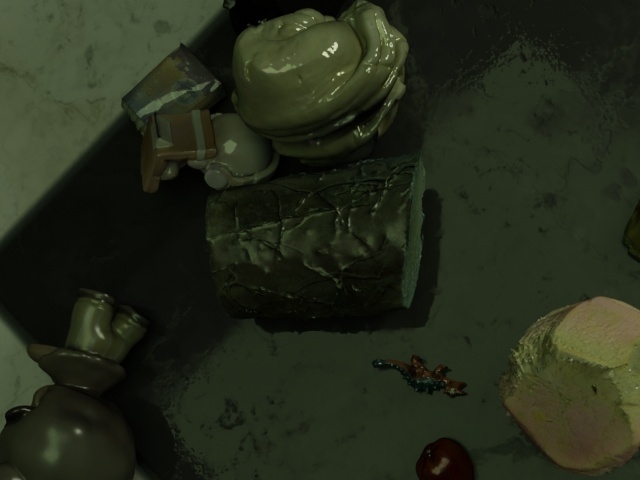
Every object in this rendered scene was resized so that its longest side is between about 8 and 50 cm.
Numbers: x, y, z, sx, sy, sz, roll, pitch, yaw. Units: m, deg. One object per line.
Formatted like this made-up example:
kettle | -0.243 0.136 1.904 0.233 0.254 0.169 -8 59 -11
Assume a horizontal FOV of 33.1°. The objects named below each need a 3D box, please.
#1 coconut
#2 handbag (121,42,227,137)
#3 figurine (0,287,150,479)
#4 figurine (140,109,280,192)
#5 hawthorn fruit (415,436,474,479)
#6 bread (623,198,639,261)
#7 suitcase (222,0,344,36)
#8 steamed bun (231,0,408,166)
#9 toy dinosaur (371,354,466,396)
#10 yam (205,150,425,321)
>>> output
coconut | 0.385 0.195 1.538 0.233 0.245 0.233 10 112 27
handbag | -0.257 -0.237 1.825 0.173 0.095 0.117 -43 74 -2
figurine | -0.380 0.272 1.704 0.203 0.248 0.380 2 67 31
figurine | -0.173 -0.141 1.762 0.237 0.141 0.162 -3 49 -18
hawthorn fruit | 0.195 0.350 1.633 0.093 0.081 0.081 40 89 -14
bread | 0.526 -0.039 1.619 0.103 0.110 0.156 21 85 9
suitcase | -0.034 -0.469 1.693 0.188 0.345 0.339 28 85 11
steamed bun | 0.014 -0.230 1.666 0.320 0.275 0.206 -20 68 -30
toy dinosaur | 0.155 0.209 1.677 0.154 0.049 0.055 16 86 9
yam | 0.000 0.000 1.657 0.348 0.241 0.240 -7 78 13
